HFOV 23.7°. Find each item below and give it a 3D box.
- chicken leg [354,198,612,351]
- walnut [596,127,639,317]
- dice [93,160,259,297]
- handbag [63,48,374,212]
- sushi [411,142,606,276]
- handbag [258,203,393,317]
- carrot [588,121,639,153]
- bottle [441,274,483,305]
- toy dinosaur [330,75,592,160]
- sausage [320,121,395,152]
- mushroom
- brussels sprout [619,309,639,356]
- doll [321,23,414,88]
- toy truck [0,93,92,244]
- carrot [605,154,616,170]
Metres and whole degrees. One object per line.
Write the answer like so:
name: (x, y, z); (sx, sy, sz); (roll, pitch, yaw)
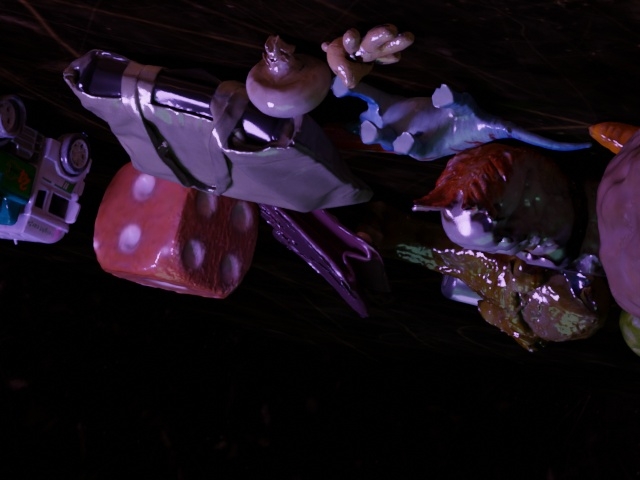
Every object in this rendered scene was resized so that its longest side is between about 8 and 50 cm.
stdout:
chicken leg: (0.236, 0.044, 2.158); (0.361, 0.140, 0.211); (19, 151, 17)
walnut: (0.371, -0.025, 1.295); (0.273, 0.227, 0.273); (12, 172, 2)
dice: (-0.205, -0.020, 2.183); (0.175, 0.179, 0.174); (9, 172, 42)
handbag: (-0.115, -0.112, 1.717); (0.315, 0.109, 0.253); (16, 167, 18)
sushi: (0.243, -0.030, 1.709); (0.332, 0.130, 0.124); (20, 168, -42)
handbag: (0.002, -0.002, 2.089); (0.216, 0.074, 0.203); (43, 173, 20)
carrot: (0.384, -0.074, 1.463); (0.271, 0.066, 0.062); (4, -153, 28)
bottle: (0.319, 0.077, 2.398); (0.253, 0.079, 0.096); (13, -152, -4)
toy dinosaur: (0.101, -0.117, 1.554); (0.329, 0.076, 0.144); (6, 176, 44)
sausage: (0.050, -0.117, 1.728); (0.129, 0.034, 0.034); (6, 169, 33)
mushroom: (-0.033, -0.164, 1.488); (0.085, 0.085, 0.079); (7, 128, 24)
brussels sprout: (0.534, 0.132, 2.329); (0.155, 0.117, 0.155); (21, 173, 3)
doll: (0.042, -0.180, 1.404); (0.061, 0.051, 0.093); (19, 139, -32)
toy truck: (-0.461, -0.105, 2.008); (0.176, 0.178, 0.363); (6, 172, 28)
carrot: (0.326, -0.078, 1.592); (0.048, 0.048, 0.139); (13, 173, -7)
